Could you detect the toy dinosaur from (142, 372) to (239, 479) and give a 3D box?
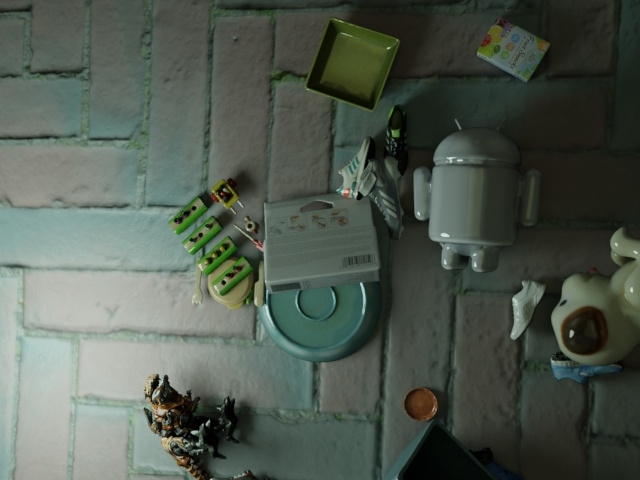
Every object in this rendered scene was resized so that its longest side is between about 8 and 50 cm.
[{"bbox_3d":[-0.329,0.476,1.891,0.218,0.164,0.322,-12,127,24],"label":"toy dinosaur"}]

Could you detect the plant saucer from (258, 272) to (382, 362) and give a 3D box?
[{"bbox_3d":[-0.007,0.148,1.867,0.317,0.044,0.317,0,91,10],"label":"plant saucer"}]

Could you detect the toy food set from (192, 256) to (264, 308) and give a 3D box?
[{"bbox_3d":[-0.227,0.108,1.911,0.192,0.038,0.132,2,84,15],"label":"toy food set"}]

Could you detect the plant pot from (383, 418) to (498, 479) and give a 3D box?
[{"bbox_3d":[0.233,0.619,1.727,0.247,0.248,0.252,45,124,6],"label":"plant pot"}]

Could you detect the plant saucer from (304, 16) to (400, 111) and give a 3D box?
[{"bbox_3d":[0.080,-0.429,1.846,0.188,0.045,0.188,21,93,9],"label":"plant saucer"}]

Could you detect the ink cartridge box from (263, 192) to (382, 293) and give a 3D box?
[{"bbox_3d":[0.000,0.000,1.823,0.275,0.060,0.239,-7,54,4],"label":"ink cartridge box"}]

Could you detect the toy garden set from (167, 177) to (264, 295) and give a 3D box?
[{"bbox_3d":[-0.248,-0.020,1.884,0.204,0.049,0.244,-41,76,7],"label":"toy garden set"}]

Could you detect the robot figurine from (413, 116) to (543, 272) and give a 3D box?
[{"bbox_3d":[0.353,-0.105,1.724,0.300,0.200,0.353,5,92,24],"label":"robot figurine"}]

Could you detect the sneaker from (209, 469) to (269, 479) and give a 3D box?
[{"bbox_3d":[-0.201,0.603,1.883,0.158,0.061,0.065,18,77,-22],"label":"sneaker"}]

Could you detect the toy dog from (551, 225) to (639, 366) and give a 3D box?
[{"bbox_3d":[0.716,0.161,1.640,0.408,0.284,0.395,-7,88,16],"label":"toy dog"}]

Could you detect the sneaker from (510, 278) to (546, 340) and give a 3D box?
[{"bbox_3d":[0.480,0.163,1.783,0.061,0.054,0.152,24,88,18],"label":"sneaker"}]

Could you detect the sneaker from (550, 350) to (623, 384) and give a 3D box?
[{"bbox_3d":[0.624,0.300,1.761,0.162,0.063,0.073,-1,109,13],"label":"sneaker"}]

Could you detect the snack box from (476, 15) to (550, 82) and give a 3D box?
[{"bbox_3d":[0.457,-0.454,1.786,0.141,0.037,0.100,32,96,8],"label":"snack box"}]

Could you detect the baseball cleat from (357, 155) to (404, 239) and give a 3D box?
[{"bbox_3d":[0.144,-0.098,1.805,0.109,0.072,0.206,-7,101,-8],"label":"baseball cleat"}]

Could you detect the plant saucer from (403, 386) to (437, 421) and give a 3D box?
[{"bbox_3d":[0.245,0.400,1.839,0.083,0.013,0.083,0,90,10],"label":"plant saucer"}]

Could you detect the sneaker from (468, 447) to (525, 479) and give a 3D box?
[{"bbox_3d":[0.413,0.541,1.788,0.152,0.058,0.084,6,100,16],"label":"sneaker"}]

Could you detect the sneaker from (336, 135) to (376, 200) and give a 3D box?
[{"bbox_3d":[0.083,-0.181,1.842,0.075,0.057,0.161,13,87,23],"label":"sneaker"}]

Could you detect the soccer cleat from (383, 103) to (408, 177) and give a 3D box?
[{"bbox_3d":[0.182,-0.240,1.816,0.060,0.072,0.179,1,91,10],"label":"soccer cleat"}]
